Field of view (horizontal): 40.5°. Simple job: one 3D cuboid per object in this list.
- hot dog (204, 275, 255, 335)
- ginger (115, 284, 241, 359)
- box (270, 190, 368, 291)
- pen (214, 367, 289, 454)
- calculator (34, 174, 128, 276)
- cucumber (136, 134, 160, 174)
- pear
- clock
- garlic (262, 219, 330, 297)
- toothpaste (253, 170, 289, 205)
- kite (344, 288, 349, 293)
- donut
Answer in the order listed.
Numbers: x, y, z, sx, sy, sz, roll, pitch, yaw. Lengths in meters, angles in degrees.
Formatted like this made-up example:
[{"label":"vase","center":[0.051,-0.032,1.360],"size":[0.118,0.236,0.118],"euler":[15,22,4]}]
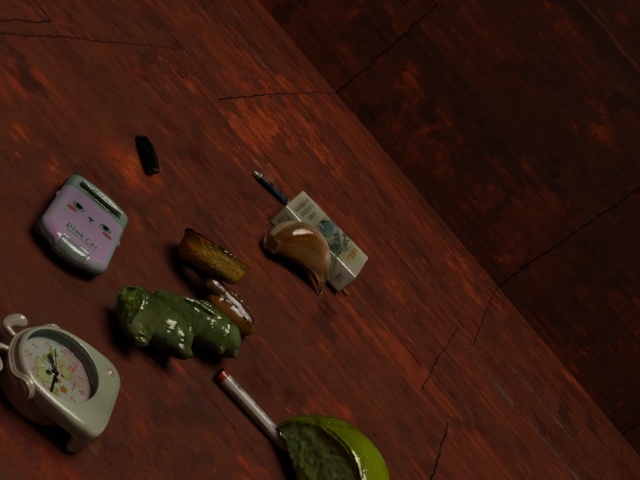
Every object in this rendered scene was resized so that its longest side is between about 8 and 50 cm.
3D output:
[{"label":"hot dog","center":[-0.179,0.129,1.696],"size":[0.140,0.060,0.090],"euler":[45,15,3]},{"label":"ginger","center":[-0.241,0.150,1.498],"size":[0.137,0.089,0.290],"euler":[39,9,26]},{"label":"box","center":[0.000,0.000,2.266],"size":[0.256,0.069,0.164],"euler":[46,23,-2]},{"label":"pen","center":[-0.111,0.316,1.555],"size":[0.218,0.026,0.026],"euler":[48,20,-5]},{"label":"calculator","center":[-0.412,-0.029,1.510],"size":[0.141,0.045,0.246],"euler":[43,20,-18]},{"label":"cucumber","center":[-0.375,-0.191,1.893],"size":[0.033,0.034,0.135],"euler":[23,32,-42]},{"label":"pear","center":[0.070,0.441,1.552],"size":[0.239,0.139,0.288],"euler":[39,25,-56]},{"label":"clock","center":[-0.369,0.186,1.186],"size":[0.191,0.062,0.151],"euler":[42,22,-19]},{"label":"garlic","center":[-0.039,0.019,2.112],"size":[0.206,0.115,0.128],"euler":[43,14,-26]},{"label":"toothpaste","center":[-0.131,-0.141,2.340],"size":[0.140,0.021,0.037],"euler":[43,25,-25]},{"label":"kite","center":[0.026,0.080,2.284],"size":[0.159,0.010,0.190],"euler":[54,24,16]},{"label":"donut","center":[-0.214,0.035,1.714],"size":[0.152,0.058,0.152],"euler":[29,-9,5]}]
